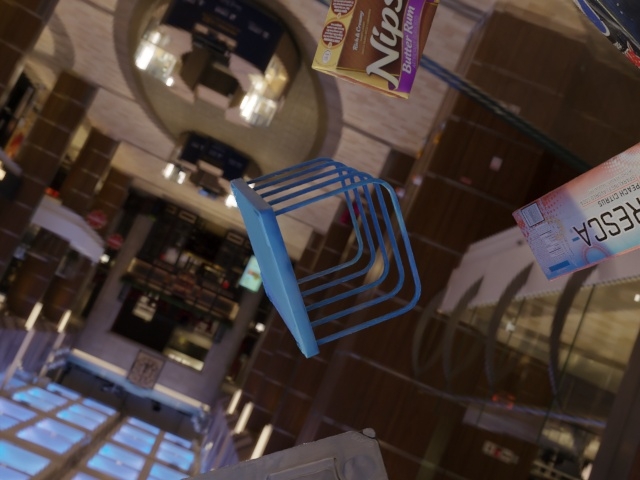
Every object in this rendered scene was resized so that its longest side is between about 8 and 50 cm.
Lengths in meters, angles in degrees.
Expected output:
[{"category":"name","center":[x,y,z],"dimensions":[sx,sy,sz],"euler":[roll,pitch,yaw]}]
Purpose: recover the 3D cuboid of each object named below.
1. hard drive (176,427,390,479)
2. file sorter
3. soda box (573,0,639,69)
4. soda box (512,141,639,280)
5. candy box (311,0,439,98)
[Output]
[{"category":"hard drive","center":[-0.033,0.307,0.559],"dimensions":[0.339,0.237,0.064],"euler":[-104,-2,-55]},{"category":"file sorter","center":[0.000,0.000,0.646],"dimensions":[0.170,0.105,0.118],"euler":[-137,29,-72]},{"category":"soda box","center":[0.123,-0.122,0.311],"dimensions":[0.169,0.060,0.053],"euler":[42,-161,-12]},{"category":"soda box","center":[0.202,-0.030,0.481],"dimensions":[0.058,0.063,0.183],"euler":[63,156,5]},{"category":"candy box","center":[0.071,-0.260,0.842],"dimensions":[0.109,0.186,0.053],"euler":[12,-171,-36]}]
